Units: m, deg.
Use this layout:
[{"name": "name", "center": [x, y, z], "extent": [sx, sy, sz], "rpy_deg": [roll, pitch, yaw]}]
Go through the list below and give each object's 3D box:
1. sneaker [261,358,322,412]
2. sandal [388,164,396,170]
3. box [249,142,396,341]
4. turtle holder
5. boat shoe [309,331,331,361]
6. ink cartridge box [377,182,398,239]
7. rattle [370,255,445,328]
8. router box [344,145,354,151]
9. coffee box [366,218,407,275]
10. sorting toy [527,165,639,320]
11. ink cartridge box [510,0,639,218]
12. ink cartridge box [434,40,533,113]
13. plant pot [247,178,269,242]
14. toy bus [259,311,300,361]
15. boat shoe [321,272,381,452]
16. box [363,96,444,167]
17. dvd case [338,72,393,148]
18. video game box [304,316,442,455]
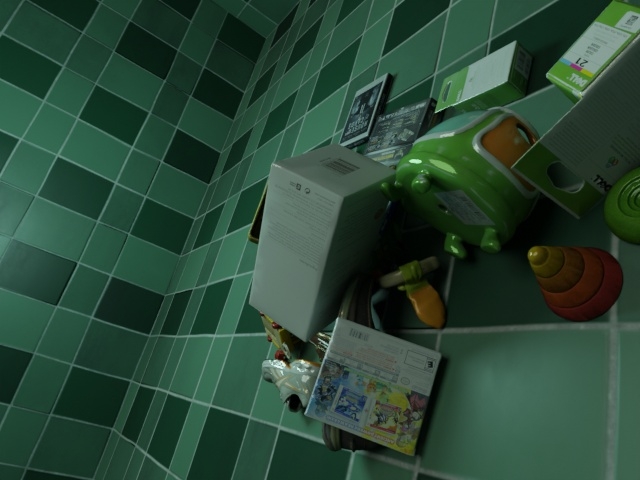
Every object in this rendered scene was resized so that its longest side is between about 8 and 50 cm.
[{"name": "sneaker", "center": [-0.081, 0.366, 1.210], "extent": [0.262, 0.099, 0.121], "rpy_deg": [-21, 53, 54]}, {"name": "sandal", "center": [0.160, -0.151, 1.286], "extent": [0.072, 0.049, 0.180], "rpy_deg": [-46, 8, -20]}, {"name": "box", "center": [0.000, 0.000, 1.011], "extent": [0.168, 0.215, 0.345], "rpy_deg": [29, 124, 24]}, {"name": "turtle holder", "center": [0.275, -0.108, 0.900], "extent": [0.227, 0.243, 0.320], "rpy_deg": [-51, -15, -9]}, {"name": "boat shoe", "center": [0.027, 0.262, 1.131], "extent": [0.207, 0.073, 0.073], "rpy_deg": [2, 66, 61]}, {"name": "ink cartridge box", "center": [0.131, -0.054, 1.176], "extent": [0.224, 0.045, 0.223], "rpy_deg": [-41, 11, 41]}, {"name": "rattle", "center": [0.187, 0.111, 1.025], "extent": [0.130, 0.143, 0.200], "rpy_deg": [-37, 0, -29]}, {"name": "router box", "center": [0.065, -0.193, 1.502], "extent": [0.133, 0.046, 0.179], "rpy_deg": [-46, 32, 30]}, {"name": "coffee box", "center": [0.128, 0.042, 1.183], "extent": [0.184, 0.040, 0.113], "rpy_deg": [-46, 30, 30]}, {"name": "sorting toy", "center": [0.417, -0.056, 0.671], "extent": [0.365, 0.126, 0.127], "rpy_deg": [-56, 28, 16]}, {"name": "ink cartridge box", "center": [0.413, -0.184, 0.719], "extent": [0.255, 0.189, 0.097], "rpy_deg": [-50, 31, 25]}, {"name": "ink cartridge box", "center": [0.366, -0.350, 1.091], "extent": [0.209, 0.062, 0.109], "rpy_deg": [-11, 57, 58]}, {"name": "plant pot", "center": [-0.120, -0.053, 1.545], "extent": [0.187, 0.212, 0.212], "rpy_deg": [-26, 43, 67]}, {"name": "toy bus", "center": [-0.092, 0.239, 1.329], "extent": [0.202, 0.104, 0.191], "rpy_deg": [60, 157, 22]}, {"name": "boat shoe", "center": [0.091, 0.245, 0.980], "extent": [0.132, 0.130, 0.355], "rpy_deg": [71, -153, -73]}, {"name": "box", "center": [0.213, -0.270, 1.297], "extent": [0.231, 0.056, 0.183], "rpy_deg": [0, 67, 61]}, {"name": "dvd case", "center": [0.144, -0.417, 1.580], "extent": [0.179, 0.029, 0.238], "rpy_deg": [-9, 58, 59]}, {"name": "video game box", "center": [0.098, 0.264, 0.881], "extent": [0.048, 0.205, 0.187], "rpy_deg": [84, -154, -73]}]
